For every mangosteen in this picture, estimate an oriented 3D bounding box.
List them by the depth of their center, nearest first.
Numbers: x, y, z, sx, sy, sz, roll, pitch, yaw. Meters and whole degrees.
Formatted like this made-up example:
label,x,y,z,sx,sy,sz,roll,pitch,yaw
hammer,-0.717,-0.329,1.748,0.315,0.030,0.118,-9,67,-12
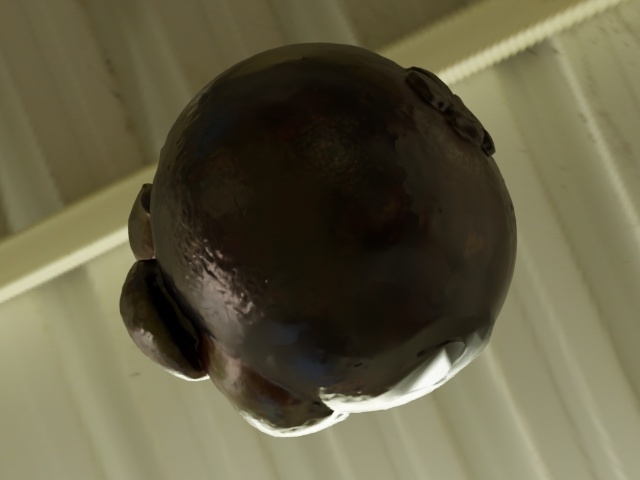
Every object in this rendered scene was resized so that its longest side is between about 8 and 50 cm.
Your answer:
label,x,y,z,sx,sy,sz,roll,pitch,yaw
mangosteen,0.000,0.000,0.865,0.210,0.210,0.210,0,-91,18
